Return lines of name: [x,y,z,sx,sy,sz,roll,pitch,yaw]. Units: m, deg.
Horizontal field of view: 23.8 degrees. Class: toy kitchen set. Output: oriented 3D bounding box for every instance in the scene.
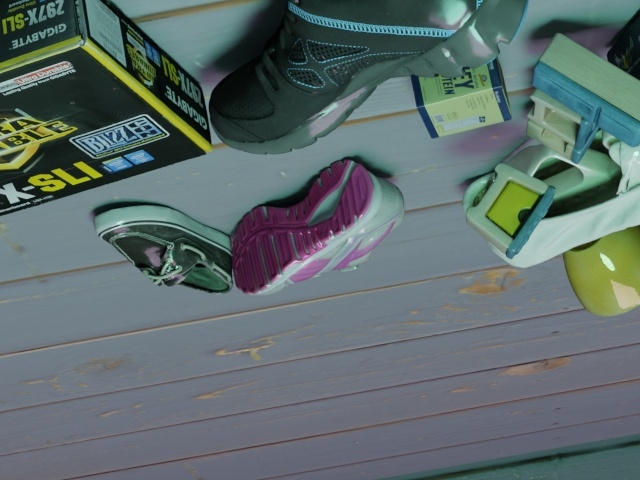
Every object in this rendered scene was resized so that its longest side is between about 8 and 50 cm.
toy kitchen set: [0.234,-0.073,1.492,0.122,0.166,0.207,33,171,13]

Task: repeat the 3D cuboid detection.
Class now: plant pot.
plant pot: [0.360,0.015,1.921,0.134,0.134,0.095,-23,130,32]

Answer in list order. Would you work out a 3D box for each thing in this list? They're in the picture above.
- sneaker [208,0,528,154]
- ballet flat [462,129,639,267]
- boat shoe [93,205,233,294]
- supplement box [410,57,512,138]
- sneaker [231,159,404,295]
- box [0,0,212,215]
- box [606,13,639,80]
sneaker: [0.011,-0.184,1.298,0.341,0.125,0.140,-24,128,39]
ballet flat: [0.315,-0.081,1.658,0.139,0.139,0.400,11,152,-43]
boat shoe: [-0.171,0.014,1.742,0.078,0.070,0.219,-23,155,31]
supplement box: [0.136,-0.148,1.477,0.083,0.056,0.083,-13,159,10]
sneaker: [0.000,0.000,1.736,0.111,0.103,0.252,14,150,-43]
box: [-0.294,-0.110,1.364,0.322,0.079,0.257,-16,160,15]
box: [0.402,-0.211,1.424,0.183,0.059,0.232,-2,157,-18]
